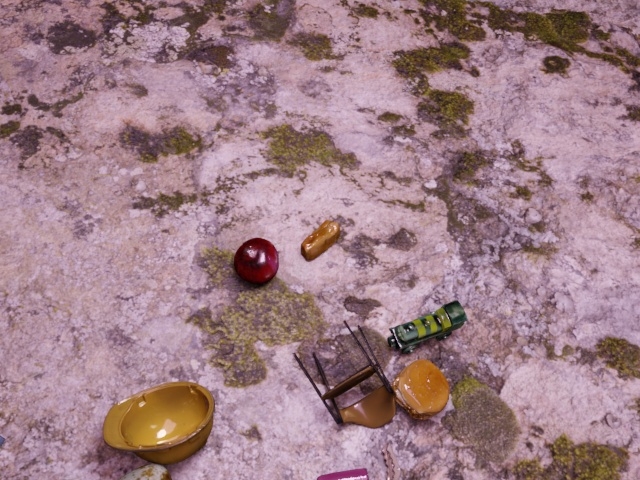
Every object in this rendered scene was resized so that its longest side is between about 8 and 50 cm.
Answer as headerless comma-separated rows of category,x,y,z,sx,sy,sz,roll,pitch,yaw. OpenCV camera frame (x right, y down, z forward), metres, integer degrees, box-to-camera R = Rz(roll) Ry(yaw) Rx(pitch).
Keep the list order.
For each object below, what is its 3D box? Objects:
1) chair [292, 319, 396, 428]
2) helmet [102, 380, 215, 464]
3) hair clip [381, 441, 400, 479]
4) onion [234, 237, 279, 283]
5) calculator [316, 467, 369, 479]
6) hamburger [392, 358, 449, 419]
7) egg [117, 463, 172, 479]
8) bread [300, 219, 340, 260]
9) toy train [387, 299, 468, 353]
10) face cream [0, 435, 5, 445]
chair,0.078,0.345,1.559,0.159,0.172,0.246,-34,68,12
helmet,-0.360,0.451,1.481,0.257,0.140,0.205,-13,32,-3
hair clip,0.176,0.601,1.515,0.072,0.034,0.225,20,56,-22
onion,-0.173,0.054,1.713,0.131,0.131,0.131,2,63,-5
calculator,0.065,0.644,1.488,0.127,0.034,0.190,-6,70,-10
hamburger,0.258,0.378,1.598,0.138,0.083,0.147,50,49,7
egg,-0.408,0.602,1.379,0.169,0.169,0.231,28,74,8
bread,0.000,0.000,1.785,0.132,0.074,0.053,-39,62,-24
toy train,0.276,0.229,1.663,0.200,0.132,0.083,-19,66,-17
face cream,-0.823,0.543,1.421,0.077,0.077,0.250,25,64,7
